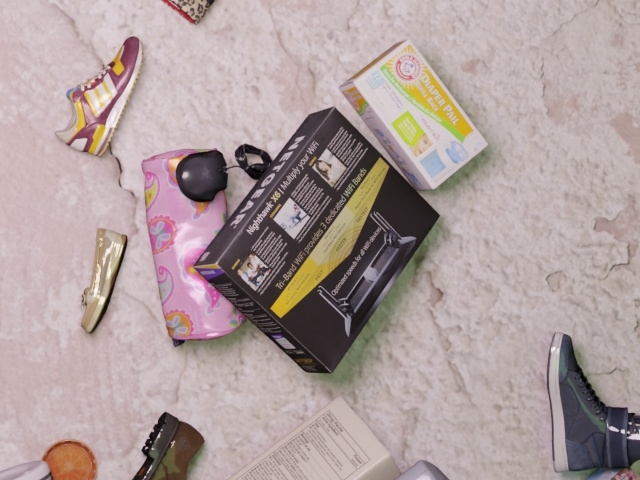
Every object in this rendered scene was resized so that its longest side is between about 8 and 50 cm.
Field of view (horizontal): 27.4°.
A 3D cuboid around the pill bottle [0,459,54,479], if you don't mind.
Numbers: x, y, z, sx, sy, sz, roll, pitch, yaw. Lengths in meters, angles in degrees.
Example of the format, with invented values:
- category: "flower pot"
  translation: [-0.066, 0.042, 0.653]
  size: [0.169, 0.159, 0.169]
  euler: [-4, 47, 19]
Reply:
- category: "pill bottle"
  translation: [-0.412, 0.431, 1.875]
  size: [0.119, 0.119, 0.208]
  euler: [-20, 96, -10]

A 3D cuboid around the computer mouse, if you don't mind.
- category: "computer mouse"
  translation: [-0.126, -0.102, 1.877]
  size: [0.041, 0.242, 0.071]
  euler: [-12, 95, 29]

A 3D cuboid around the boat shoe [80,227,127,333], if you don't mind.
- category: "boat shoe"
  translation: [-0.325, 0.059, 1.918]
  size: [0.048, 0.056, 0.153]
  euler: [17, 86, -2]

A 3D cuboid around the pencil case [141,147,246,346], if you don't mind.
- category: "pencil case"
  translation: [-0.184, 0.008, 1.914]
  size: [0.124, 0.124, 0.284]
  euler: [-11, 94, -11]

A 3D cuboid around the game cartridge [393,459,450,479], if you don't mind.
- category: "game cartridge"
  translation: [0.120, 0.425, 1.919]
  size: [0.198, 0.297, 0.062]
  euler: [-40, 61, -11]

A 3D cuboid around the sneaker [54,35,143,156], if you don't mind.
- category: "sneaker"
  translation: [-0.320, -0.218, 1.902]
  size: [0.084, 0.069, 0.185]
  euler: [22, 86, -17]

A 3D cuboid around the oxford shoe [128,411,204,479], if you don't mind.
- category: "oxford shoe"
  translation: [-0.240, 0.374, 1.929]
  size: [0.096, 0.083, 0.227]
  euler: [30, 87, -15]

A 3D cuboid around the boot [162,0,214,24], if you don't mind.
- category: "boot"
  translation: [-0.208, -0.448, 1.912]
  size: [0.236, 0.085, 0.178]
  euler: [40, 86, -10]

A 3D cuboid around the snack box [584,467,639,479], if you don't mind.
- category: "snack box"
  translation: [0.468, 0.480, 2.082]
  size: [0.174, 0.070, 0.207]
  euler: [-39, 100, -9]

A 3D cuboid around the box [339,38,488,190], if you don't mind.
- category: "box"
  translation: [0.138, -0.188, 1.979]
  size: [0.114, 0.103, 0.203]
  euler: [-40, 99, -8]

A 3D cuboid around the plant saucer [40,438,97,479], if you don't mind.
- category: "plant saucer"
  translation: [-0.371, 0.333, 1.934]
  size: [0.083, 0.013, 0.083]
  euler: [0, 92, -12]

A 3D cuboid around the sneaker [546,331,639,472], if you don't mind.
- category: "sneaker"
  translation: [0.436, 0.248, 2.032]
  size: [0.163, 0.086, 0.226]
  euler: [-4, 102, 19]

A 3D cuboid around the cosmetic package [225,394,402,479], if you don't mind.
- category: "cosmetic package"
  translation: [-0.032, 0.388, 1.919]
  size: [0.296, 0.153, 0.129]
  euler: [-35, 133, -7]

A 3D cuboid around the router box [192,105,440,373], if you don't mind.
- category: "router box"
  translation: [0.000, 0.000, 1.907]
  size: [0.243, 0.081, 0.309]
  euler: [45, 66, -20]
